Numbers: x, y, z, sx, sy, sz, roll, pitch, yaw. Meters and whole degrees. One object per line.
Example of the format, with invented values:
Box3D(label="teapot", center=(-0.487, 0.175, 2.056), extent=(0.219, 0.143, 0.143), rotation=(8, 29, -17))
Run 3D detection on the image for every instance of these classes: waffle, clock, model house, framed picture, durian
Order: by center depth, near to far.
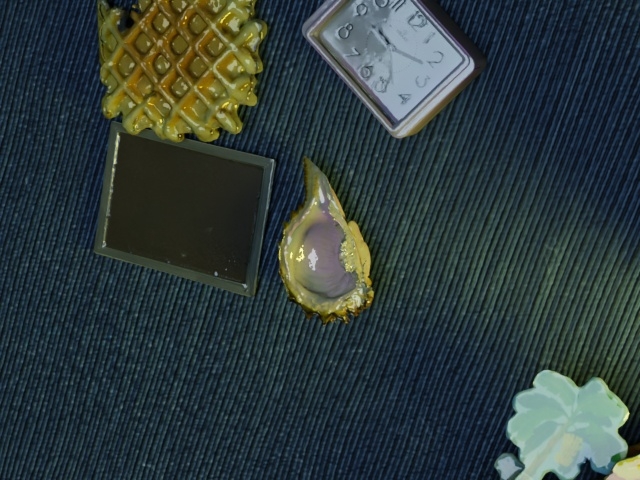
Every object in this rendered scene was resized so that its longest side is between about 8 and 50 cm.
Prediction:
Box3D(label="model house", center=(0.378, 0.310, 1.849), extent=(0.358, 0.242, 0.313), rotation=(37, 95, 12))
Box3D(label="clock", center=(0.091, -0.244, 1.901), extent=(0.150, 0.063, 0.197), rotation=(-43, 84, 22))
Box3D(label="durian", center=(0.011, -0.001, 1.978), extent=(0.140, 0.078, 0.224), rotation=(-10, 86, 35))
Box3D(label="waffle", center=(-0.189, -0.261, 2.011), extent=(0.250, 0.056, 0.261), rotation=(2, 96, 22))
Box3D(label="framed picture", center=(-0.188, -0.046, 2.076), extent=(0.252, 0.014, 0.197), rotation=(15, 105, 18))
